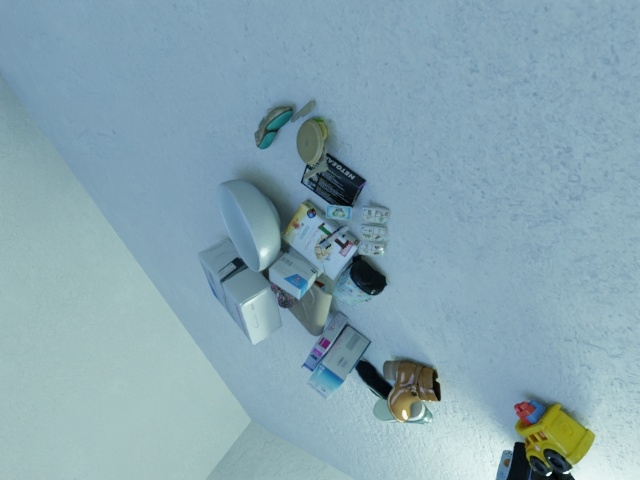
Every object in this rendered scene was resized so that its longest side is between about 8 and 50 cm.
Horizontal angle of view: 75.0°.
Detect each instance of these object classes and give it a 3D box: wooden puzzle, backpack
[{"bbox_3d":[-0.093,0.188,1.689,0.347,0.080,0.322,39,145,23],"label":"wooden puzzle"},{"bbox_3d":[0.121,0.148,1.433,0.152,0.115,0.182,44,148,-5],"label":"backpack"},{"bbox_3d":[0.751,0.873,1.449,0.263,0.277,0.213,41,151,-8],"label":"backpack"}]

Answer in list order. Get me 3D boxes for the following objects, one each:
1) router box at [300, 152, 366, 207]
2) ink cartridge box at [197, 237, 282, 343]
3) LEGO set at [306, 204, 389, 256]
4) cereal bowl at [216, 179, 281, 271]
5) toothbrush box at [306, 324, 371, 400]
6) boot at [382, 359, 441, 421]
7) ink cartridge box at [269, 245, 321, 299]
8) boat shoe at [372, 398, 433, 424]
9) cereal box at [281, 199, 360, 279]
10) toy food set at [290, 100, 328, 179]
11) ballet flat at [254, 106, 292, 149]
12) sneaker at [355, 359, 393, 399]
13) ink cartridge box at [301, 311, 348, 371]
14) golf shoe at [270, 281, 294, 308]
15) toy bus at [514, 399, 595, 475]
[{"bbox_3d":[0.034,-0.175,1.242,0.178,0.046,0.133,37,144,9],"label":"router box"},{"bbox_3d":[-0.355,0.221,1.847,0.395,0.166,0.286,40,150,38],"label":"ink cartridge box"},{"bbox_3d":[0.080,-0.044,1.287,0.244,0.060,0.183,6,130,7],"label":"LEGO set"},{"bbox_3d":[-0.239,-0.066,1.505,0.339,0.141,0.339,46,149,37],"label":"cereal bowl"},{"bbox_3d":[0.073,0.528,1.787,0.126,0.216,0.296,37,144,10],"label":"toothbrush box"},{"bbox_3d":[0.375,0.604,1.639,0.220,0.109,0.284,-4,99,40],"label":"boot"},{"bbox_3d":[-0.072,0.095,1.502,0.139,0.191,0.082,32,145,16],"label":"ink cartridge box"},{"bbox_3d":[0.357,0.760,1.837,0.099,0.116,0.319,37,146,-19],"label":"boat shoe"},{"bbox_3d":[0.000,0.000,1.417,0.240,0.047,0.173,39,126,8],"label":"cereal box"},{"bbox_3d":[-0.021,-0.274,1.160,0.132,0.038,0.192,-17,84,54],"label":"toy food set"},{"bbox_3d":[-0.149,-0.348,1.231,0.206,0.073,0.067,-34,77,51],"label":"ballet flat"},{"bbox_3d":[0.223,0.634,1.863,0.235,0.084,0.097,48,146,-7],"label":"sneaker"},{"bbox_3d":[0.014,0.447,1.787,0.065,0.186,0.311,36,145,8],"label":"ink cartridge box"},{"bbox_3d":[-0.147,0.195,1.645,0.067,0.086,0.186,-13,134,4],"label":"golf shoe"},{"bbox_3d":[0.700,0.606,1.324,0.211,0.149,0.220,46,150,20],"label":"toy bus"}]
